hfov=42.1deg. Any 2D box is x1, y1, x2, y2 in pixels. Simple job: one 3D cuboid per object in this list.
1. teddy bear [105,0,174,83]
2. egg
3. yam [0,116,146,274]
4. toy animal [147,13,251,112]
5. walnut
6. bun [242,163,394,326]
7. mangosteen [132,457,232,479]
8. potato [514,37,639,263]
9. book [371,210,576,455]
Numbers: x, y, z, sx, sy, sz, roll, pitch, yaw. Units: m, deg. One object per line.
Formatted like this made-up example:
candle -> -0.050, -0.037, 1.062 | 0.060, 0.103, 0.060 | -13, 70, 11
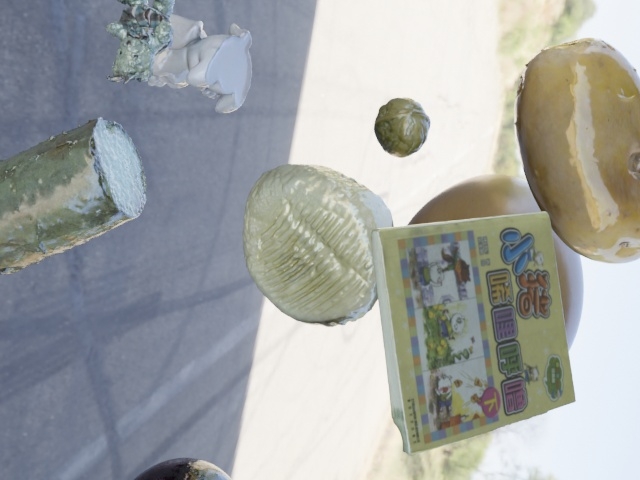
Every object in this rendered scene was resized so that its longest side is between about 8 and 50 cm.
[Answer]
teddy bear -> -0.347, -0.391, 1.611 | 0.111, 0.133, 0.213 | 27, 74, -75
egg -> 0.248, 0.071, 1.276 | 0.301, 0.300, 0.374 | 76, 25, -66
yam -> -0.417, -0.056, 1.235 | 0.168, 0.304, 0.168 | -24, 90, -81
toy animal -> -0.313, -0.445, 1.989 | 0.206, 0.264, 0.271 | -68, 157, -3
walnut -> 0.116, -0.161, 1.186 | 0.092, 0.092, 0.092 | 12, 90, -79
bun -> 0.000, 0.000, 1.077 | 0.134, 0.220, 0.221 | -33, 136, -51
mangosteen -> -0.215, 0.441, 1.267 | 0.250, 0.211, 0.211 | 113, -6, -69
potato -> 0.276, -0.090, 0.844 | 0.146, 0.150, 0.234 | 104, -26, -84
book -> 0.126, 0.066, 0.660 | 0.192, 0.013, 0.168 | -7, 89, -35
